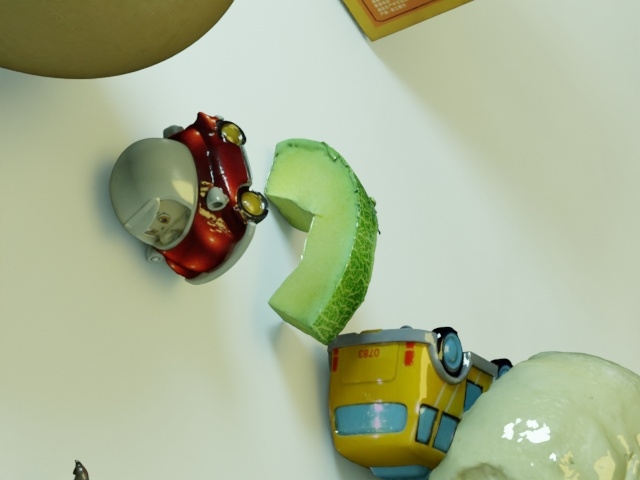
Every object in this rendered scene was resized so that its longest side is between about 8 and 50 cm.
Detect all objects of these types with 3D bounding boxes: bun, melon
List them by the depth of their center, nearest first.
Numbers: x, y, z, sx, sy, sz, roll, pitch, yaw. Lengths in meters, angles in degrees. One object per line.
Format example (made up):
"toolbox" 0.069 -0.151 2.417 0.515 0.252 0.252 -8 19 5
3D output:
"melon" 0.000 0.000 1.470 0.064 0.118 0.209 43 47 -44
"bun" 0.235 0.289 1.474 0.364 0.202 0.364 -30 130 -42

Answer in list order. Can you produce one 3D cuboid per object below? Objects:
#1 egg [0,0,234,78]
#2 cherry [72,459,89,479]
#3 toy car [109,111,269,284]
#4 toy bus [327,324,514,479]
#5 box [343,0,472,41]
"egg" -0.200 -0.272 1.128 0.374 0.301 0.301 28 52 -50
"cherry" -0.220 0.206 1.062 0.107 0.090 0.225 58 28 -14
"toy car" -0.121 -0.043 1.328 0.112 0.112 0.139 14 52 -35
"toy bus" 0.100 0.166 1.523 0.209 0.126 0.136 29 60 -48
"box" 0.142 -0.404 1.716 0.214 0.283 0.259 53 37 -29
